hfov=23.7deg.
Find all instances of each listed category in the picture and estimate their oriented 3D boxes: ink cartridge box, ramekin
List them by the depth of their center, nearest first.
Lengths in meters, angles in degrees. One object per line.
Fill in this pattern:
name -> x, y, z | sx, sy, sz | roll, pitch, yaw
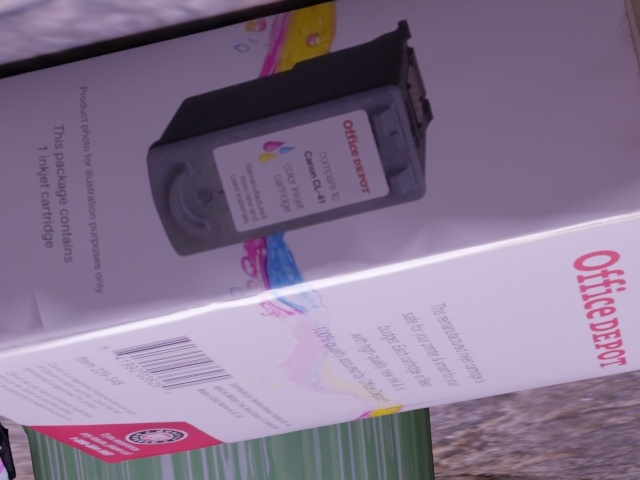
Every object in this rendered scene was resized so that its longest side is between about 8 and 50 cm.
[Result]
ink cartridge box -> 0.000, 0.000, 0.691 | 0.306, 0.131, 0.226 | -13, 159, 9
ramekin -> -0.060, 0.163, 1.083 | 0.303, 0.148, 0.303 | -7, 160, -3

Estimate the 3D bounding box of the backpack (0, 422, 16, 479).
backpack -> -0.227, 0.071, 0.707 | 0.115, 0.182, 0.152 | -40, 172, -19
